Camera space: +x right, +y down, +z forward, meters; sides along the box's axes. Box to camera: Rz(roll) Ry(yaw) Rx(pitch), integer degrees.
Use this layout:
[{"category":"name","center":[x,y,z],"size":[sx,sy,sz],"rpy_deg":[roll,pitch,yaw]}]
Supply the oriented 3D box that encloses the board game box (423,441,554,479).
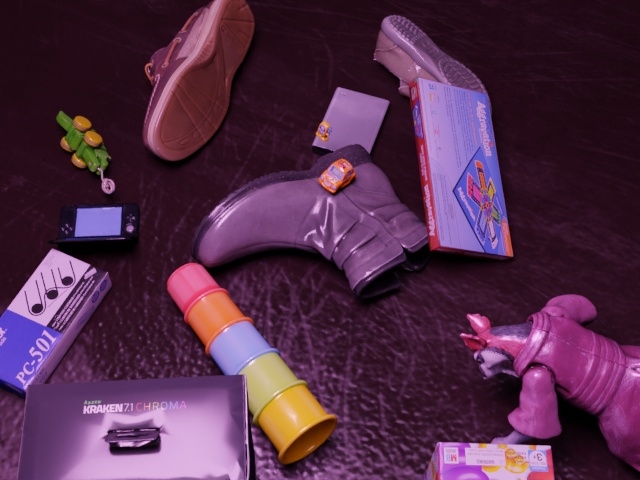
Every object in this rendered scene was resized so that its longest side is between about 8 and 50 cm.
[{"category":"board game box","center":[0.205,0.397,1.105],"size":[0.144,0.142,0.275],"rpy_deg":[2,57,-1]}]

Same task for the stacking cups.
[{"category":"stacking cups","center":[-0.102,0.152,1.281],"size":[0.096,0.096,0.316],"rpy_deg":[-29,62,-19]}]

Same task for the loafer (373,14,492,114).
[{"category":"loafer","center":[0.187,-0.273,1.580],"size":[0.251,0.087,0.094],"rpy_deg":[48,41,13]}]

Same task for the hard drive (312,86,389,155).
[{"category":"hard drive","center":[0.051,-0.189,1.547],"size":[0.094,0.022,0.135],"rpy_deg":[17,59,8]}]

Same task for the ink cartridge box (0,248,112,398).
[{"category":"ink cartridge box","center":[-0.394,0.117,1.321],"size":[0.097,0.046,0.207],"rpy_deg":[21,59,12]}]

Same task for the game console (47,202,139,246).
[{"category":"game console","center":[-0.339,-0.026,1.399],"size":[0.122,0.071,0.107],"rpy_deg":[-2,58,-4]}]

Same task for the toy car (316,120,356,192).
[{"category":"toy car","center":[0.010,-0.128,1.381],"size":[0.060,0.040,0.122],"rpy_deg":[-17,60,-28]}]

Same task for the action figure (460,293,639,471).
[{"category":"action figure","center":[0.354,0.182,1.188],"size":[0.370,0.275,0.248],"rpy_deg":[21,64,-5]}]

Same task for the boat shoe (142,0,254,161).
[{"category":"boat shoe","center":[-0.224,-0.272,1.552],"size":[0.123,0.123,0.342],"rpy_deg":[-1,58,34]}]

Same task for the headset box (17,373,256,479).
[{"category":"headset box","center":[-0.200,0.268,1.091],"size":[0.246,0.283,0.131],"rpy_deg":[-2,57,-4]}]

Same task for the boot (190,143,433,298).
[{"category":"boot","center":[0.000,0.000,1.367],"size":[0.338,0.118,0.222],"rpy_deg":[-28,64,-20]}]

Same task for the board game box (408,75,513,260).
[{"category":"board game box","center":[0.214,-0.111,1.429],"size":[0.145,0.027,0.281],"rpy_deg":[7,67,-29]}]

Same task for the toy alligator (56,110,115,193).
[{"category":"toy alligator","center":[-0.361,-0.140,1.486],"size":[0.051,0.056,0.189],"rpy_deg":[-1,45,-53]}]
